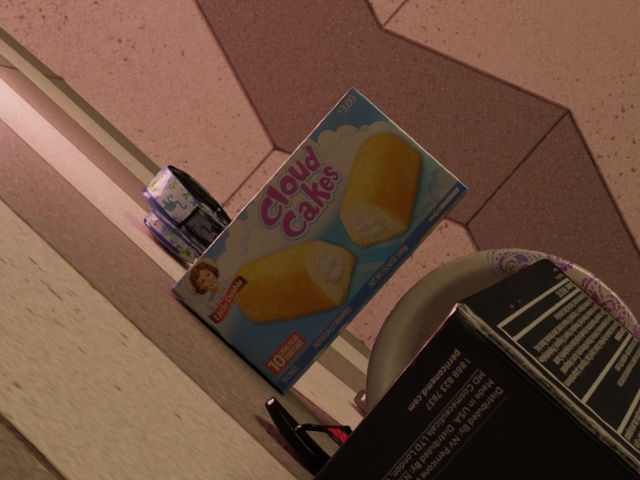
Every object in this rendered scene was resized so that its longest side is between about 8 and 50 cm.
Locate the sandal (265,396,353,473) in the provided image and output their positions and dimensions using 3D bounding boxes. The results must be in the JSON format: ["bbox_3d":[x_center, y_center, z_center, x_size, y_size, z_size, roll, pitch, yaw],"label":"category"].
[{"bbox_3d":[0.031,0.178,0.907,0.179,0.040,0.067,42,0,9],"label":"sandal"}]

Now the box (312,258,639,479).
[{"bbox_3d":[0.181,0.182,0.783,0.294,0.182,0.296,41,17,13],"label":"box"}]

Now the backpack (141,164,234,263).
[{"bbox_3d":[-0.167,-0.030,1.434,0.114,0.084,0.105,47,-1,-11],"label":"backpack"}]

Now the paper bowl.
[{"bbox_3d":[0.187,0.154,1.205,0.284,0.284,0.148,42,-2,6],"label":"paper bowl"}]

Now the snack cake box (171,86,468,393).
[{"bbox_3d":[0.000,0.000,1.160,0.152,0.264,0.089,42,1,3],"label":"snack cake box"}]

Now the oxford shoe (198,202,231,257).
[{"bbox_3d":[-0.123,0.033,1.653,0.212,0.076,0.076,44,30,-7],"label":"oxford shoe"}]

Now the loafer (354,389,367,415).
[{"bbox_3d":[0.130,0.233,1.614,0.096,0.084,0.267,42,0,26],"label":"loafer"}]
